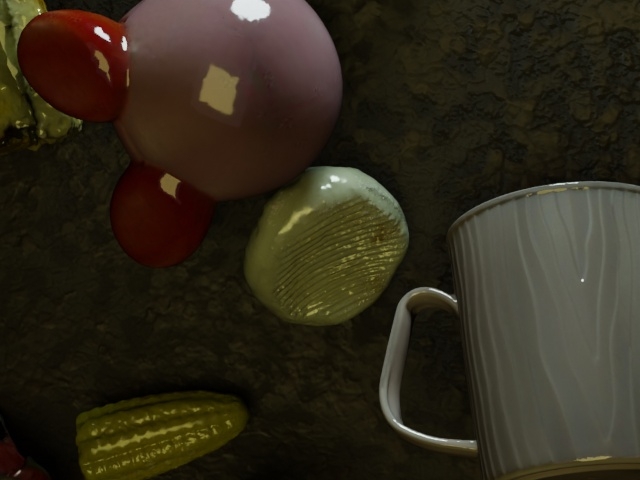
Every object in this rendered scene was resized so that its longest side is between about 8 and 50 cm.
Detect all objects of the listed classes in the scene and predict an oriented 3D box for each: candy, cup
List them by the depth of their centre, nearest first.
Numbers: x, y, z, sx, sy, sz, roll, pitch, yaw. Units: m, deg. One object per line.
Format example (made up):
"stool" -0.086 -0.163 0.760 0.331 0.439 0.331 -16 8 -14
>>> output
"cup" 0.211 0.098 1.042 0.288 0.208 0.273 4 66 -14
"candy" -0.175 0.214 1.246 0.199 0.106 0.094 -17 79 5

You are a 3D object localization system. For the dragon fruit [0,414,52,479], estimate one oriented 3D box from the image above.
"dragon fruit" -0.402 0.295 1.243 0.274 0.192 0.193 38 130 32

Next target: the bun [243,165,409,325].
"bun" 0.000 0.000 1.172 0.183 0.102 0.183 -11 124 -17

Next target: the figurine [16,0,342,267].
"figurine" -0.096 -0.136 1.045 0.261 0.211 0.270 -35 111 -28

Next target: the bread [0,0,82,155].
"bread" -0.349 -0.184 1.161 0.262 0.162 0.204 -7 104 37
